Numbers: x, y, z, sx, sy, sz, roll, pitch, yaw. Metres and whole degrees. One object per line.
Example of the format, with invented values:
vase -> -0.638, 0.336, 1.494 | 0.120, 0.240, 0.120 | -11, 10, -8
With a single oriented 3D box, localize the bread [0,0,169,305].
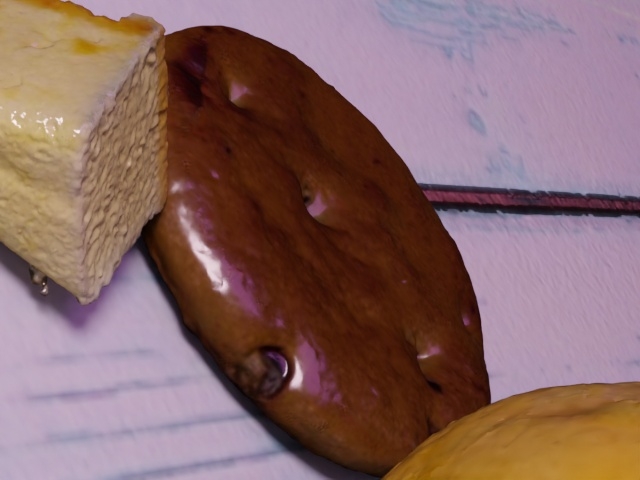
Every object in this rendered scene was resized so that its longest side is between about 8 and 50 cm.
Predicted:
bread -> -0.113, -0.035, 0.644 | 0.109, 0.080, 0.084 | 14, 39, 8

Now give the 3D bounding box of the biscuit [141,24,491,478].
biscuit -> 0.000, 0.000, 0.776 | 0.212, 0.036, 0.212 | 39, 32, -30

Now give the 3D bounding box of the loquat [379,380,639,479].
loquat -> 0.113, 0.160, 0.546 | 0.275, 0.275, 0.275 | 38, 33, -30
